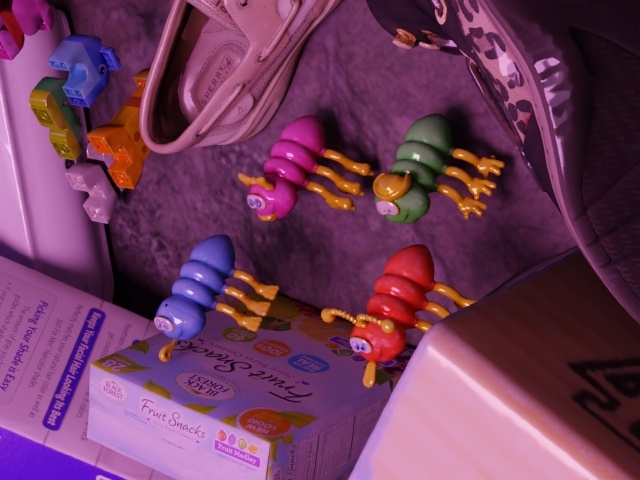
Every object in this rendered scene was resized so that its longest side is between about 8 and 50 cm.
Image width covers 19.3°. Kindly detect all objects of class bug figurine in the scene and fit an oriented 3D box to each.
[{"bbox_3d":[0.000,0.000,1.345,0.279,0.216,0.072,2,147,41],"label":"bug figurine"}]

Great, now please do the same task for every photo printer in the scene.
[{"bbox_3d":[-0.306,-0.043,1.632,0.256,0.107,0.307,3,107,38],"label":"photo printer"}]

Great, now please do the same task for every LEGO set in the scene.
[{"bbox_3d":[-0.172,-0.120,1.492,0.087,0.093,0.227,11,142,34],"label":"LEGO set"}]

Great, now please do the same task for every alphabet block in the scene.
[{"bbox_3d":[0.152,0.151,1.144,0.197,0.193,0.192,40,127,21],"label":"alphabet block"}]

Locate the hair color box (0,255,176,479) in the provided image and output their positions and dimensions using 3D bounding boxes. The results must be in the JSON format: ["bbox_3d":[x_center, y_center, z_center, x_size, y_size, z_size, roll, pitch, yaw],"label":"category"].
[{"bbox_3d":[-0.223,0.126,1.480,0.339,0.185,0.110,23,126,-5],"label":"hair color box"}]

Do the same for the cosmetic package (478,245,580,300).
[{"bbox_3d":[0.204,0.124,1.289,0.127,0.107,0.238,-27,91,41],"label":"cosmetic package"}]

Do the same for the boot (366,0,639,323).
[{"bbox_3d":[0.133,-0.126,1.167,0.377,0.138,0.284,56,176,-18],"label":"boot"}]

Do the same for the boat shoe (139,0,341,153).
[{"bbox_3d":[-0.053,-0.187,1.382,0.109,0.098,0.302,42,127,20],"label":"boat shoe"}]

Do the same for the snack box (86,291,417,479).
[{"bbox_3d":[-0.042,0.117,1.411,0.174,0.207,0.070,20,117,32],"label":"snack box"}]
